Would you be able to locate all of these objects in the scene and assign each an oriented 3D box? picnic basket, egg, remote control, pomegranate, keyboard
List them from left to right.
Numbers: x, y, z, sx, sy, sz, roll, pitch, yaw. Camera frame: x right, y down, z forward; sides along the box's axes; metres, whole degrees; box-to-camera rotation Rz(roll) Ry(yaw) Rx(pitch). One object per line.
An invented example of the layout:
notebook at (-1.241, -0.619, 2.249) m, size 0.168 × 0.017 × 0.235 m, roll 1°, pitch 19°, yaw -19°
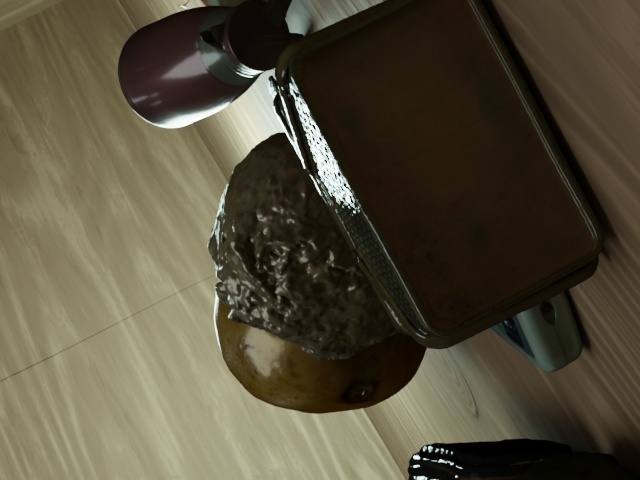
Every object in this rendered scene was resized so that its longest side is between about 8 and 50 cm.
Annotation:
keyboard at (-0.029, -0.164, 2.010) m, size 0.204 × 0.013 × 0.061 m, roll 61°, pitch 173°, yaw 11°
egg at (0.000, 0.000, 1.479) m, size 0.279 × 0.279 × 0.310 m, roll 59°, pitch -173°, yaw 24°
pomegranate at (0.005, 0.108, 1.751) m, size 0.307 × 0.307 × 0.307 m, roll 60°, pitch 172°, yaw 13°
picnic basket at (0.089, -0.057, 1.004) m, size 0.267 × 0.165 × 0.139 m, roll 61°, pitch 172°, yaw 1°
remote control at (0.156, 0.022, 1.259) m, size 0.140 × 0.056 × 0.296 m, roll 67°, pitch 171°, yaw -21°

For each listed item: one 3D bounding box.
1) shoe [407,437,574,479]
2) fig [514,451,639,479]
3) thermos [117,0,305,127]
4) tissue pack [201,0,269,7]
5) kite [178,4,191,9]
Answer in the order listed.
shoe at (0.201, 0.347, 1.448) m, size 0.384 × 0.171 × 0.237 m, roll 137°, pitch 131°, yaw -79°
fig at (0.248, 0.278, 1.169) m, size 0.225 × 0.203 × 0.203 m, roll -62°, pitch -40°, yaw -43°
thermos at (-0.130, -0.240, 1.667) m, size 0.265 × 0.176 × 0.146 m, roll -9°, pitch 87°, yaw 55°
tissue pack at (-0.167, -0.407, 1.844) m, size 0.325 × 0.071 × 0.170 m, roll 51°, pitch 171°, yaw 53°
kite at (-0.100, -0.288, 1.894) m, size 0.222 × 0.008 × 0.125 m, roll 32°, pitch -173°, yaw 16°
